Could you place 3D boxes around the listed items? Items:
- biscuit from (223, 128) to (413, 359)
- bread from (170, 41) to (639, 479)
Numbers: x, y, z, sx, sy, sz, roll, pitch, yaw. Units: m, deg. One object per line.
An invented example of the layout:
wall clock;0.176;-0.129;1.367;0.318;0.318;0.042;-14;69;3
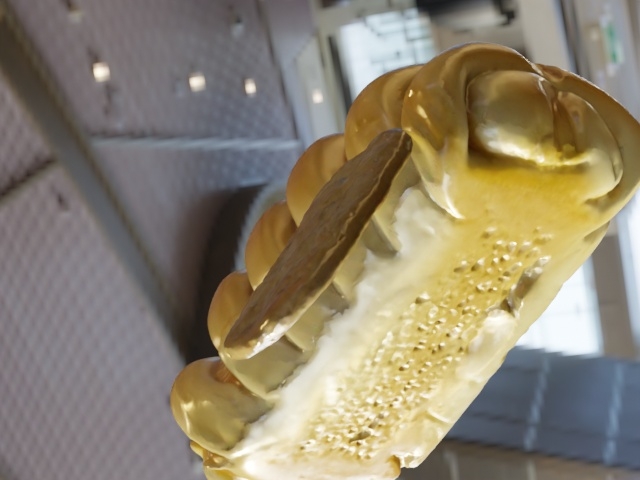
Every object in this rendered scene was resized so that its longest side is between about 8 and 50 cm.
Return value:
biscuit;0.000;0.000;0.777;0.018;0.071;0.147;42;-134;-9
bread;0.033;0.023;0.979;0.173;0.311;0.121;14;-146;-39
